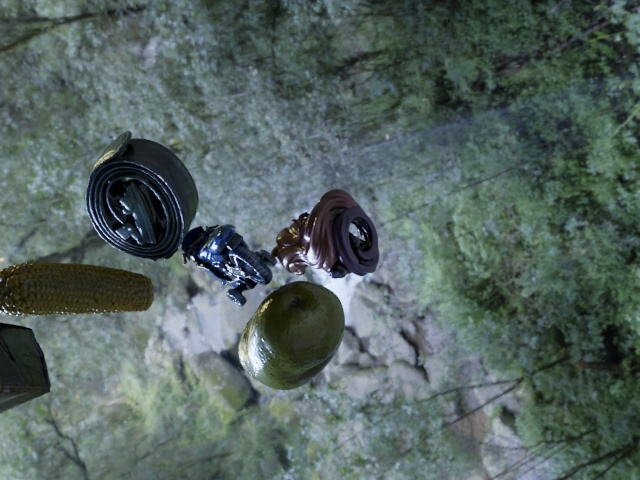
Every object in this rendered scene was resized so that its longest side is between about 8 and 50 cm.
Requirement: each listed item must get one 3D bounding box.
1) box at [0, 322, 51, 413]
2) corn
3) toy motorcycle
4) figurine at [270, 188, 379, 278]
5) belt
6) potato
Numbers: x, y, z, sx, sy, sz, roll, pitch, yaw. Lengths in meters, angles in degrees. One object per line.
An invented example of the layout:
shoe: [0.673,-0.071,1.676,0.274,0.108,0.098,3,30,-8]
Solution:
box: [-0.582,0.191,0.932,0.115,0.264,0.415,67,-173,16]
corn: [-0.458,0.089,1.339,0.101,0.310,0.101,-3,86,52]
toy motorcycle: [-0.148,0.026,1.120,0.135,0.092,0.254,41,162,-10]
figurine: [-0.001,-0.004,0.998,0.157,0.114,0.126,-1,67,22]
belt: [-0.348,-0.090,1.410,0.207,0.116,0.267,7,129,8]
potato: [-0.045,0.146,1.131,0.143,0.169,0.248,40,152,12]
